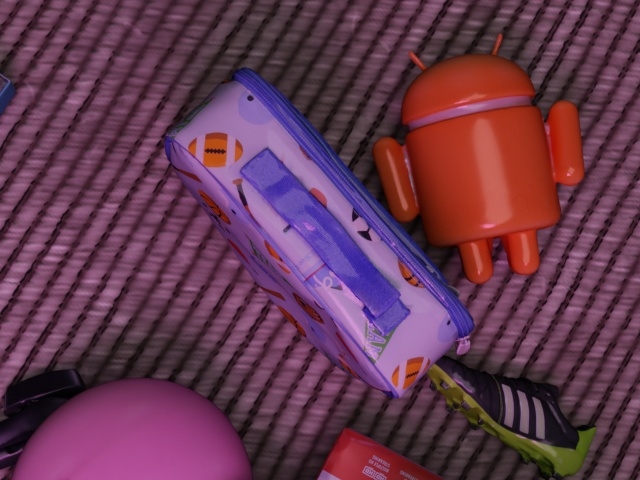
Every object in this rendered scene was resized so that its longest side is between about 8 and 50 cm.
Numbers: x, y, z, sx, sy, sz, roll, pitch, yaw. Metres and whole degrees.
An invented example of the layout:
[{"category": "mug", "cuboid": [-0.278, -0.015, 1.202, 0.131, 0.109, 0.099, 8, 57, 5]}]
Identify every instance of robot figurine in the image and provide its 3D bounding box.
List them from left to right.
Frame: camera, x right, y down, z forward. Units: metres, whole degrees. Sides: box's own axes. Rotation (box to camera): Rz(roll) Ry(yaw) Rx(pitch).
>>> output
[{"category": "robot figurine", "cuboid": [0.145, -0.073, 1.192, 0.128, 0.158, 0.219, -9, 86, -47]}]

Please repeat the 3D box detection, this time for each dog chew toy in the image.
[{"category": "dog chew toy", "cuboid": [-0.101, 0.264, 1.056, 0.206, 0.206, 0.332, -43, 63, -8]}]

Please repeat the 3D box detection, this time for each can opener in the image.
[{"category": "can opener", "cuboid": [-0.287, 0.179, 1.161, 0.186, 0.073, 0.059, -25, 128, -5]}]

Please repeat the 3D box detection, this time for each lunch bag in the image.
[{"category": "lunch bag", "cuboid": [0.000, 0.000, 1.109, 0.115, 0.243, 0.303, -43, 91, -8]}]

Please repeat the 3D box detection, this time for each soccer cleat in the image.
[{"category": "soccer cleat", "cuboid": [0.174, 0.150, 1.219, 0.179, 0.060, 0.072, 37, 73, -10]}]

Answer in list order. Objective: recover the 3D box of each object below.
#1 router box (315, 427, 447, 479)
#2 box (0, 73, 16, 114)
[{"category": "router box", "cuboid": [0.100, 0.371, 1.130, 0.335, 0.082, 0.301, 27, 83, 13]}, {"category": "box", "cuboid": [-0.378, -0.063, 1.156, 0.100, 0.060, 0.244, 34, 83, -4]}]
